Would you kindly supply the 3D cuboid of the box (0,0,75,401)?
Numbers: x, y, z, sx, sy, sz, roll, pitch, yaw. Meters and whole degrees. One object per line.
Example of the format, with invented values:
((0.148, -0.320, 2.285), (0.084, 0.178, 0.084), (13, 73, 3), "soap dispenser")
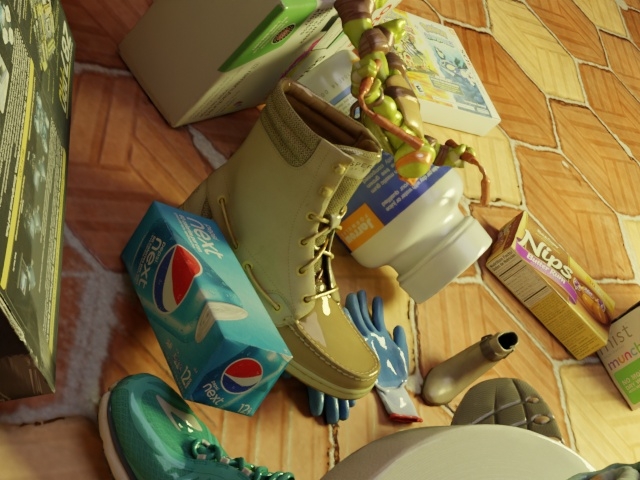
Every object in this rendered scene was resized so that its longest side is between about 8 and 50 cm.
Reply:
((-0.269, -0.128, 0.798), (0.318, 0.097, 0.395), (76, 5, -51), "box")

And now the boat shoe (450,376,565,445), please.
((0.180, 0.288, 1.056), (0.123, 0.116, 0.324), (1, 53, 2), "boat shoe")

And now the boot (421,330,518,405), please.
((0.168, 0.135, 1.208), (0.042, 0.087, 0.118), (54, 34, 4), "boot")

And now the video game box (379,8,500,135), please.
((0.157, -0.252, 1.610), (0.205, 0.048, 0.187), (6, 50, -46), "video game box")

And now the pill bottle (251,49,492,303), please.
((0.062, -0.066, 1.227), (0.272, 0.152, 0.152), (50, 34, 1), "pill bottle")

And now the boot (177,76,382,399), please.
((0.000, 0.000, 1.021), (0.262, 0.203, 0.095), (49, 29, 14), "boot")

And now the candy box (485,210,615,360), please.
((0.312, 0.059, 1.476), (0.187, 0.053, 0.109), (46, 34, -7), "candy box")

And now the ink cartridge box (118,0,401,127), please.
((-0.056, -0.248, 1.224), (0.117, 0.201, 0.278), (54, 34, 7), "ink cartridge box")

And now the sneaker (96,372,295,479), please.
((-0.061, 0.205, 0.862), (0.275, 0.110, 0.107), (48, 34, -1), "sneaker")

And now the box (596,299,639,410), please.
((0.544, 0.104, 1.509), (0.231, 0.262, 0.127), (-5, 61, -51), "box")

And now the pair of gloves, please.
((0.029, 0.116, 1.128), (0.198, 0.023, 0.159), (12, 49, -43), "pair of gloves")

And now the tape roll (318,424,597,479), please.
((0.112, 0.333, 0.819), (0.392, 0.072, 0.392), (7, 77, -33), "tape roll")

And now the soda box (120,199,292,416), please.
((-0.103, 0.053, 0.937), (0.071, 0.067, 0.210), (21, 21, -35), "soda box")

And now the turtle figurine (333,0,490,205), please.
((0.080, -0.138, 1.121), (0.269, 0.087, 0.217), (26, 42, -51), "turtle figurine")

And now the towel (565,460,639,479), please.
((0.142, 0.357, 0.742), (0.374, 0.090, 0.321), (-15, 92, -35), "towel")
